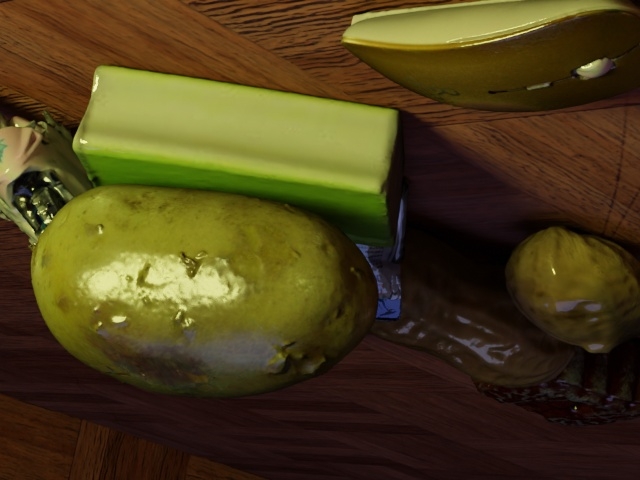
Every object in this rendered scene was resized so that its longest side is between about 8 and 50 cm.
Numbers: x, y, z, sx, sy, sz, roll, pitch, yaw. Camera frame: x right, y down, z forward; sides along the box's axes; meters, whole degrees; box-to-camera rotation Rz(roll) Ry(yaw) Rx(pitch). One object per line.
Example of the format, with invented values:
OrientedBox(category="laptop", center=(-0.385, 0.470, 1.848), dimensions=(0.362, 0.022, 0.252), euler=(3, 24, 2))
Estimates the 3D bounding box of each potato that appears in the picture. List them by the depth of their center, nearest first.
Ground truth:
OrientedBox(category="potato", center=(-0.100, 0.047, 1.535), dimensions=(0.308, 0.173, 0.210), euler=(3, 142, 23))

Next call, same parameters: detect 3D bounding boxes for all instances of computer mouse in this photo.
OrientedBox(category="computer mouse", center=(0.130, -0.133, 1.281), dimensions=(0.245, 0.056, 0.126), euler=(-1, 162, 35))

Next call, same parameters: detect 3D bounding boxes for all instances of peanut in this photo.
OrientedBox(category="peanut", center=(0.256, 0.044, 1.763), dimensions=(0.141, 0.109, 0.159), euler=(-10, 146, 28))
OrientedBox(category="peanut", center=(0.144, 0.068, 1.879), dimensions=(0.313, 0.149, 0.149), euler=(24, 161, -23))

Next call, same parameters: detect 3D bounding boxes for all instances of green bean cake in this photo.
OrientedBox(category="green bean cake", center=(0.295, 0.164, 2.202), dimensions=(0.233, 0.097, 0.198), euler=(18, 164, -29))

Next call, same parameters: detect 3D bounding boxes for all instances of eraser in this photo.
OrientedBox(category="eraser", center=(-0.065, -0.069, 1.597), dimensions=(0.274, 0.092, 0.210), euler=(7, 165, 7))

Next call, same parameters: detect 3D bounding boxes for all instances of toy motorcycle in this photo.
OrientedBox(category="toy motorcycle", center=(-0.286, -0.078, 1.701), dimensions=(0.204, 0.108, 0.239), euler=(47, 168, -12))

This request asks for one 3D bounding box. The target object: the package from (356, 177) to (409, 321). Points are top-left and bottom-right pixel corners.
OrientedBox(category="package", center=(0.000, 0.000, 1.754), dimensions=(0.171, 0.027, 0.173), euler=(8, 126, 9))
